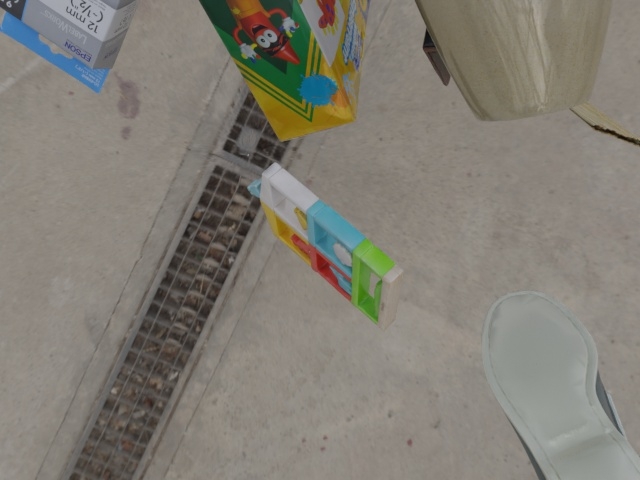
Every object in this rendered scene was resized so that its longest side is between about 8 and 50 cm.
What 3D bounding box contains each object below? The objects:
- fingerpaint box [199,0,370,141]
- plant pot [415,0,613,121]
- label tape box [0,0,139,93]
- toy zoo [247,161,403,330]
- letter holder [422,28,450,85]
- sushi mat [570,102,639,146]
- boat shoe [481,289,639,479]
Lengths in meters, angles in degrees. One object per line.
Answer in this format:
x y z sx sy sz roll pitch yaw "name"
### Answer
-0.055 -0.468 1.283 0.163 0.444 0.371 -12 135 21 "fingerpaint box"
0.209 -0.276 0.761 0.257 0.256 0.273 -14 105 -4 "plant pot"
-0.501 -0.464 1.368 0.249 0.115 0.347 34 125 -6 "label tape box"
0.000 0.000 1.060 0.293 0.192 0.030 41 71 20 "toy zoo"
0.370 -0.549 1.724 0.152 0.214 0.301 5 75 25 "letter holder"
0.526 -0.294 1.483 0.152 0.316 0.019 10 122 -30 "sushi mat"
0.245 0.185 0.718 0.116 0.319 0.099 -18 131 4 "boat shoe"
